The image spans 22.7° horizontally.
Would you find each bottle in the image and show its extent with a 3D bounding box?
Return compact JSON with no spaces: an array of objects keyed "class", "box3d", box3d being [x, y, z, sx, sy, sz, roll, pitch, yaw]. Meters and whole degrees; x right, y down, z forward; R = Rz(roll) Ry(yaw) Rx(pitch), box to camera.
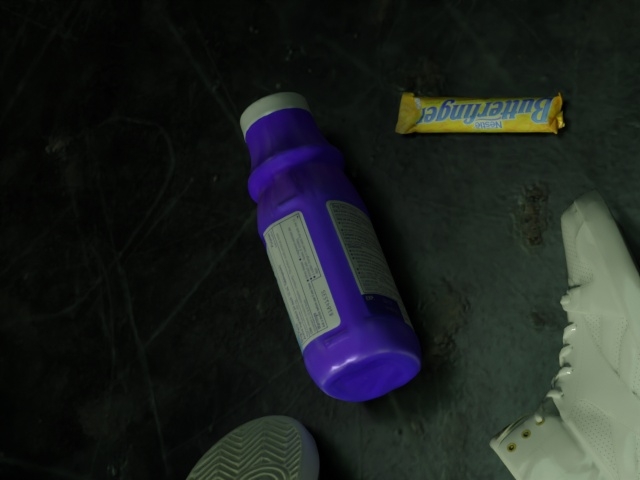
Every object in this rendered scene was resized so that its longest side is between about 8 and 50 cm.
[{"class":"bottle","box3d":[0.000,0.000,1.411,0.092,0.118,0.283,-28,64,15]}]

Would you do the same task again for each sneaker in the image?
[{"class":"sneaker","box3d":[-0.050,0.316,1.336,0.131,0.148,0.350,-12,44,23]},{"class":"sneaker","box3d":[0.204,0.111,1.284,0.169,0.108,0.293,-22,66,14]}]

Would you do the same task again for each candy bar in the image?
[{"class":"candy bar","box3d":[0.145,-0.115,1.440,0.161,0.018,0.040,2,74,27]}]
